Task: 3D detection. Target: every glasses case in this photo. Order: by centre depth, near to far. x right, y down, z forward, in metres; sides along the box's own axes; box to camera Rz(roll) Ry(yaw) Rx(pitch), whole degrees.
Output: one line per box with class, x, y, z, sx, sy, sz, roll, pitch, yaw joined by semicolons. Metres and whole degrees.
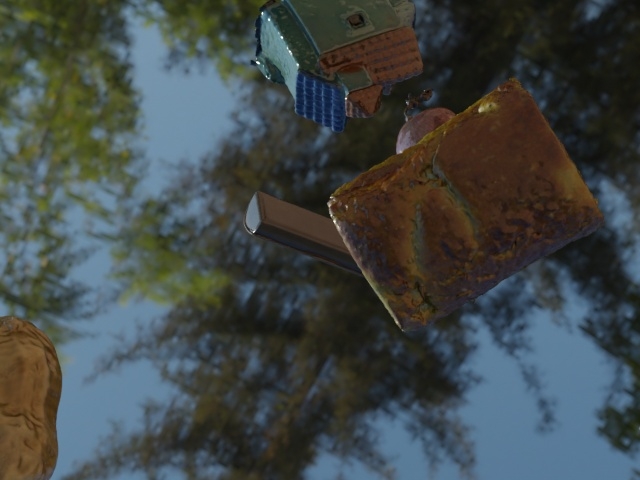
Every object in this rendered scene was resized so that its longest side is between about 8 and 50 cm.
glasses case;0.001;0.001;1.757;0.190;0.042;0.072;21;-160;-24

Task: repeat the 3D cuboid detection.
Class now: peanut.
peanut;-0.391;0.215;1.849;0.140;0.153;0.325;22;-154;-23

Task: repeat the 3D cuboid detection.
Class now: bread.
bread;0.103;-0.025;1.078;0.132;0.172;0.103;60;-172;5

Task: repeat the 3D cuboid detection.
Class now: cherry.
cherry;0.157;-0.163;2.113;0.090;0.107;0.225;24;-143;-21

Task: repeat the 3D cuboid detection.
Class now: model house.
model house;0.029;-0.161;1.368;0.148;0.119;0.149;-19;-119;-14

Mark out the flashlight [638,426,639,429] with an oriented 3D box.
flashlight;0.379;0.179;1.617;0.018;0.083;0.018;16;-159;-48
